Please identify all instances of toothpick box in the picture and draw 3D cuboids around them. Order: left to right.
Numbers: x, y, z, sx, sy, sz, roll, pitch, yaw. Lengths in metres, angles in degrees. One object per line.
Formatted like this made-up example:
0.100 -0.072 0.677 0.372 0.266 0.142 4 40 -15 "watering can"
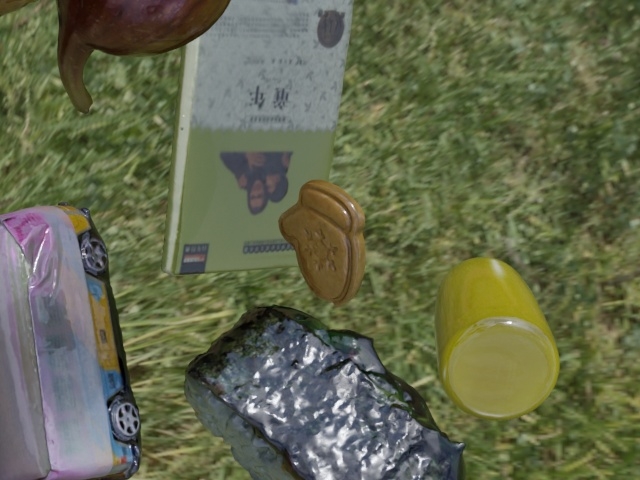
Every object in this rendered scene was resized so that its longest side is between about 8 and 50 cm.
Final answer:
0.256 0.135 2.065 0.175 0.271 0.175 0 114 0 "toothpick box"

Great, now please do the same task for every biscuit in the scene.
-0.001 0.001 1.408 0.023 0.118 0.140 -29 128 -36 "biscuit"

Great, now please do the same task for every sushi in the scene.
0.006 0.147 1.056 0.225 0.124 0.127 40 68 17 "sushi"

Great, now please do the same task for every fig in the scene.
-0.184 -0.225 1.248 0.207 0.175 0.175 -44 98 -2 "fig"

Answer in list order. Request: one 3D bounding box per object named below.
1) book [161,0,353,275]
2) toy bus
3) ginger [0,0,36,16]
-0.070 -0.136 1.624 0.239 0.035 0.352 -3 105 -43 "book"
-0.366 0.138 1.797 0.162 0.171 0.386 4 72 -60 "toy bus"
-0.221 -0.279 1.019 0.363 0.348 0.122 -5 43 -18 "ginger"
